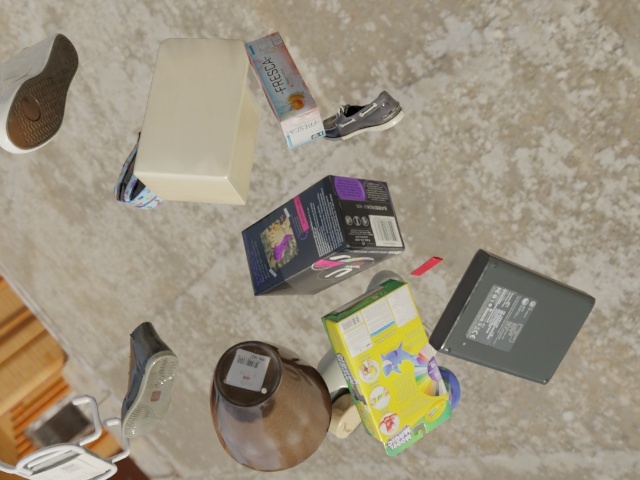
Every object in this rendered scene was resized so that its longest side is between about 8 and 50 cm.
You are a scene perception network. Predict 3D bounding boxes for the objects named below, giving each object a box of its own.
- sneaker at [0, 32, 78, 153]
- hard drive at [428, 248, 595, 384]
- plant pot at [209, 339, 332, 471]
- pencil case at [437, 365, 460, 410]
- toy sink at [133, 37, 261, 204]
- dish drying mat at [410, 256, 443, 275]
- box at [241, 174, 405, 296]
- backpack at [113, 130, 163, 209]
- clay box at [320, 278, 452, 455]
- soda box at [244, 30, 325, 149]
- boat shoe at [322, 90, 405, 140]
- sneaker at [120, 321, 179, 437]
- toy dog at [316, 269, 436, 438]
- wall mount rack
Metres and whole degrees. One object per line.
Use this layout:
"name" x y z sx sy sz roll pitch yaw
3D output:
"sneaker" -0.501 -0.235 1.283 0.123 0.290 0.106 -13 130 16
"hard drive" 0.171 0.071 0.672 0.135 0.094 0.022 21 -167 -28
"plant pot" -0.099 0.253 1.265 0.215 0.215 0.230 36 162 22
"pencil case" 0.212 0.354 1.760 0.119 0.306 0.133 -21 75 31
"toy sink" -0.186 -0.188 1.225 0.152 0.234 0.131 4 164 10
"dish drying mat" 0.243 0.059 1.750 0.083 0.032 0.008 -41 52 44
"box" 0.000 0.000 1.451 0.270 0.165 0.143 -29 67 42
"backpack" -0.345 -0.135 1.595 0.158 0.173 0.117 11 157 49
"clay box" 0.099 0.182 1.087 0.053 0.127 0.222 11 124 62
"soda box" -0.053 -0.219 1.102 0.063 0.058 0.183 71 177 -54
"boat shoe" 0.066 -0.239 1.431 0.206 0.075 0.065 -3 132 48
"sneaker" -0.343 0.273 1.489 0.118 0.083 0.222 50 122 45
"toy dog" 0.079 0.232 1.485 0.220 0.333 0.161 54 -171 29
"wall mount rack" -0.556 0.421 1.517 0.350 0.304 0.130 84 165 -64
